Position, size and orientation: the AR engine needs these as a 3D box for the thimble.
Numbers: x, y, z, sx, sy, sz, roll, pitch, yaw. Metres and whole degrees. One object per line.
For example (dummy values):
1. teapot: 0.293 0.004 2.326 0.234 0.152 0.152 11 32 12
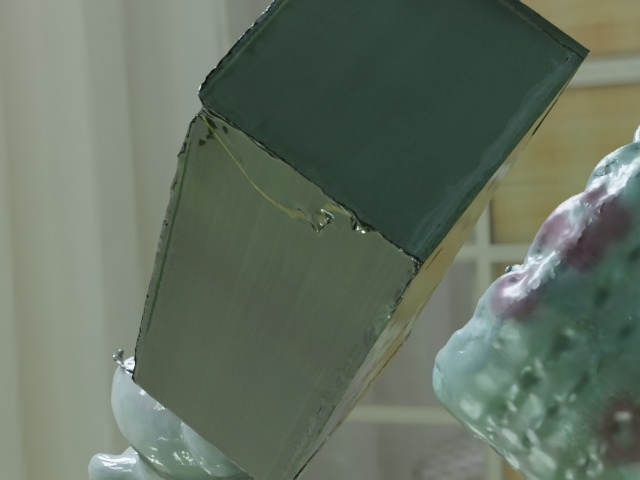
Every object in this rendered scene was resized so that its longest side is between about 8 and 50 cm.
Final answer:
1. thimble: 0.164 0.034 0.850 0.149 0.185 0.211 41 -138 9

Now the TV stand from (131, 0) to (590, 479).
1. TV stand: 0.000 0.000 0.635 0.088 0.083 0.269 -49 -6 -22

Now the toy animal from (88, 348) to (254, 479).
1. toy animal: -0.087 0.243 1.775 0.183 0.247 0.310 -14 -77 -35
